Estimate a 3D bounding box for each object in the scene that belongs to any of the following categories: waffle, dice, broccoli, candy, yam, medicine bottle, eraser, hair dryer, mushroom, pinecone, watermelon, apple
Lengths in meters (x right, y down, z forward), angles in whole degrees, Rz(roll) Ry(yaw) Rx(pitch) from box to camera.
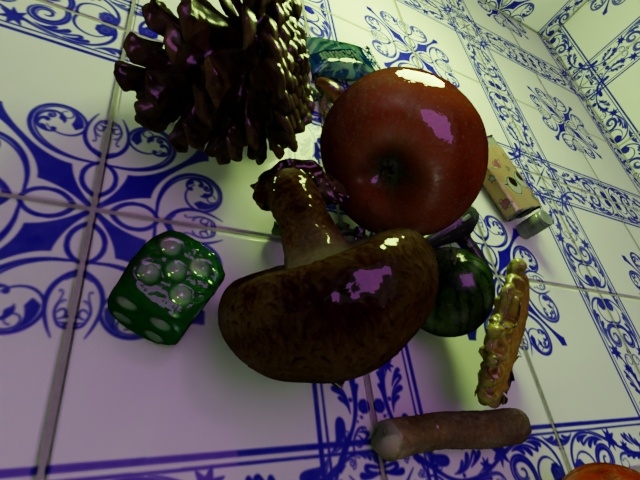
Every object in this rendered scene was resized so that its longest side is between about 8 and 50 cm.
[{"bbox_3d":[0.382,0.205,0.855,0.060,0.307,0.312,12,49,33],"label":"waffle"},{"bbox_3d":[-0.227,0.073,0.621,0.120,0.128,0.131,35,47,-9],"label":"dice"},{"bbox_3d":[0.000,0.000,0.850,0.203,0.118,0.123,17,81,-2],"label":"broccoli"},{"bbox_3d":[0.056,-0.549,1.265,0.330,0.077,0.187,-7,62,-33],"label":"candy"},{"bbox_3d":[0.254,0.357,0.770,0.356,0.081,0.081,8,56,-29],"label":"yam"},{"bbox_3d":[0.674,-0.049,1.306,0.058,0.091,0.058,17,52,-23],"label":"medicine bottle"},{"bbox_3d":[0.591,-0.210,1.366,0.171,0.087,0.291,-11,67,-39],"label":"eraser"},{"bbox_3d":[0.374,0.048,1.063,0.235,0.091,0.272,-27,80,-32],"label":"hair dryer"},{"bbox_3d":[0.013,0.030,0.648,0.330,0.334,0.357,2,90,4],"label":"mushroom"},{"bbox_3d":[-0.195,-0.308,0.754,0.384,0.384,0.385,17,52,-23],"label":"pinecone"},{"bbox_3d":[0.264,0.097,0.863,0.187,0.215,0.188,-8,29,5],"label":"watermelon"},{"bbox_3d":[0.161,-0.173,0.847,0.348,0.348,0.277,42,38,-1],"label":"apple"},{"bbox_3d":[0.027,-0.398,1.148,0.088,0.072,0.130,48,31,-63],"label":"mushroom"}]

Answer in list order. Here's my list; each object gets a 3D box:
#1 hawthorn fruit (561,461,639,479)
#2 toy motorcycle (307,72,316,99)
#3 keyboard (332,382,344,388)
[{"bbox_3d":[0.511,0.543,0.737,0.271,0.242,0.242,-23,71,-8],"label":"hawthorn fruit"},{"bbox_3d":[-0.156,-0.420,1.009,0.326,0.143,0.188,21,40,0],"label":"toy motorcycle"},{"bbox_3d":[0.067,0.137,0.835,0.106,0.027,0.317,39,48,-5],"label":"keyboard"}]
